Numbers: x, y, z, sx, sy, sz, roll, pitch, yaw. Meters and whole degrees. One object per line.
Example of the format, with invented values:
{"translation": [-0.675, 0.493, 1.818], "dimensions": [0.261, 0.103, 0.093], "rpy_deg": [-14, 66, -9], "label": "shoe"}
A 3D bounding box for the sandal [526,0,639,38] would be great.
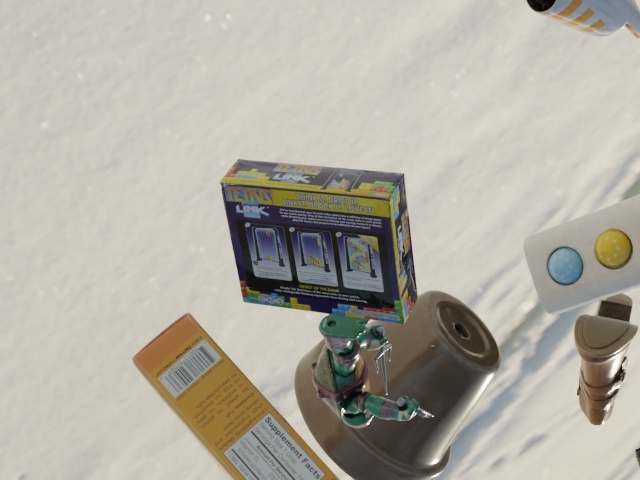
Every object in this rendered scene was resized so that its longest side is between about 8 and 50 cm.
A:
{"translation": [0.219, -0.268, 1.265], "dimensions": [0.265, 0.102, 0.076], "rpy_deg": [32, 119, -34], "label": "sandal"}

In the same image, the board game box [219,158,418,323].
{"translation": [0.000, 0.000, 1.220], "dimensions": [0.048, 0.170, 0.141], "rpy_deg": [-54, 145, -50], "label": "board game box"}

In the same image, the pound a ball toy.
{"translation": [0.473, 0.040, 1.884], "dimensions": [0.319, 0.208, 0.135], "rpy_deg": [-22, 170, 34], "label": "pound a ball toy"}

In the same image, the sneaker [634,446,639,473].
{"translation": [0.453, 0.306, 1.817], "dimensions": [0.031, 0.035, 0.083], "rpy_deg": [-17, 121, -75], "label": "sneaker"}

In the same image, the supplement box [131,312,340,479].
{"translation": [-0.077, 0.181, 1.245], "dimensions": [0.080, 0.233, 0.078], "rpy_deg": [-38, 158, -10], "label": "supplement box"}

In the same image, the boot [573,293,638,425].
{"translation": [0.501, 0.233, 2.360], "dimensions": [0.283, 0.109, 0.220], "rpy_deg": [-49, 148, -68], "label": "boot"}

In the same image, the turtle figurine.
{"translation": [0.047, 0.149, 1.501], "dimensions": [0.118, 0.175, 0.234], "rpy_deg": [-23, 132, -7], "label": "turtle figurine"}

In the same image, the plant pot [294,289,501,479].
{"translation": [0.130, 0.195, 1.861], "dimensions": [0.263, 0.263, 0.229], "rpy_deg": [5, 135, -52], "label": "plant pot"}
